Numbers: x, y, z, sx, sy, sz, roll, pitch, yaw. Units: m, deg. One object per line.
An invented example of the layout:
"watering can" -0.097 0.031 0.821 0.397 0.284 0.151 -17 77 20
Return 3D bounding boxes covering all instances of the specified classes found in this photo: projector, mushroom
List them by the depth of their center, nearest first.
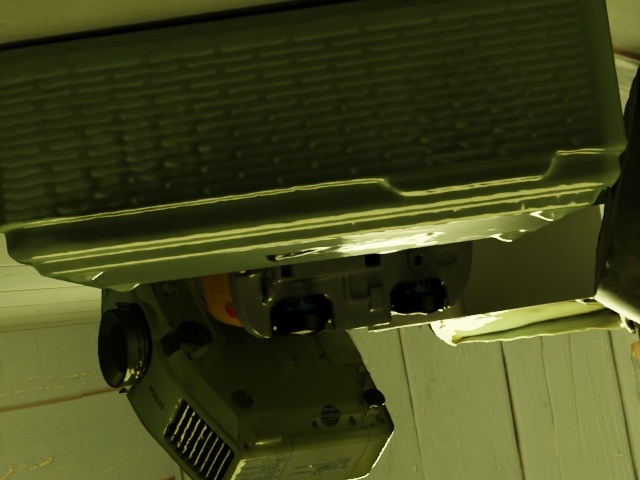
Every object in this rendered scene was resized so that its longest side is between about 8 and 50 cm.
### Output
"projector" -0.006 -0.038 0.632 0.256 0.099 0.192 -8 177 -1
"projector" -0.075 0.073 1.103 0.193 0.269 0.088 -3 134 -31
"mushroom" 0.283 0.027 1.874 0.292 0.212 0.217 3 153 28

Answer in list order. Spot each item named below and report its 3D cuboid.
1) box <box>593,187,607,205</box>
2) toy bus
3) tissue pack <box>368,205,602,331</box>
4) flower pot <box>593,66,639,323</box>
"box" 0.196 -0.052 1.218 0.230 0.050 0.160 -8 176 -11
"toy bus" 0.000 0.000 1.041 0.209 0.126 0.136 -7 -176 -32
"tissue pack" 0.174 0.014 1.504 0.246 0.136 0.159 -5 174 -38
"flower pot" 0.243 -0.023 0.818 0.148 0.235 0.235 11 179 7
